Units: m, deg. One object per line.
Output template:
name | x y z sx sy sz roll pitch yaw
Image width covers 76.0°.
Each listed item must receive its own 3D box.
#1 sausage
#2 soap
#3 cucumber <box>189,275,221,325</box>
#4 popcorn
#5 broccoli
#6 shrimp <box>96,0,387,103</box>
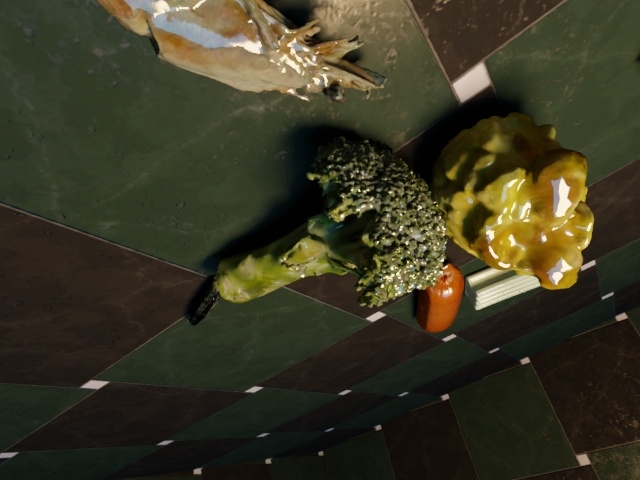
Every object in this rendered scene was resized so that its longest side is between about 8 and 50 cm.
sausage | 0.299 0.163 1.039 0.097 0.093 0.348 -16 147 2
soap | 0.487 0.104 1.073 0.198 0.066 0.119 -22 148 4
cucumber | -0.223 0.123 0.776 0.039 0.043 0.163 37 123 -8
popcorn | 0.284 -0.050 0.594 0.206 0.251 0.237 -29 149 3
broccoli | -0.007 0.003 0.599 0.362 0.221 0.252 -18 172 7
shrimp | -0.042 -0.234 0.329 0.361 0.085 0.247 25 120 -42
